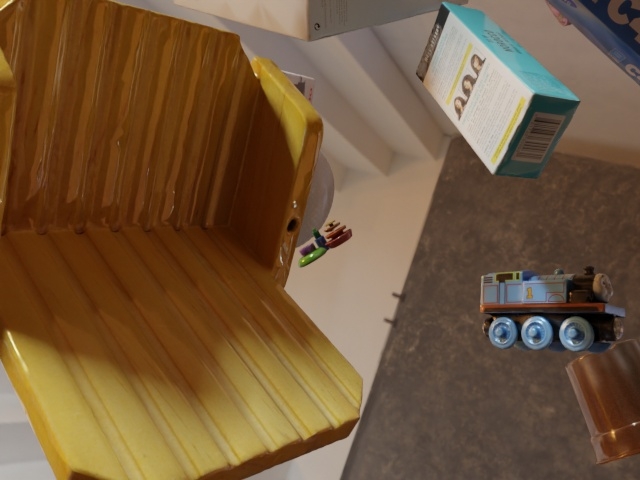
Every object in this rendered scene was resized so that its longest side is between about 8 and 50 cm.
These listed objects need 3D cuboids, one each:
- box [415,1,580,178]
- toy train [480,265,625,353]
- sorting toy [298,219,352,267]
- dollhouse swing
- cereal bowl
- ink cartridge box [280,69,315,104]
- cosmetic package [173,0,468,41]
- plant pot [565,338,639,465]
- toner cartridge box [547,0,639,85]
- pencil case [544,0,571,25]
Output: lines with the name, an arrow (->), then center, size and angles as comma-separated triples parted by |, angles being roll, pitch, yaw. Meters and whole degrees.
box -> 0.193, -0.181, 0.744 | 0.060, 0.100, 0.244 | 3, 39, -20
toy train -> 0.289, 0.088, 0.814 | 0.080, 0.105, 0.184 | 11, -13, -42
sorting toy -> 0.000, 0.000, 1.008 | 0.042, 0.102, 0.061 | 58, -3, -4
dollhouse swing -> -0.107, -0.017, 0.549 | 0.346, 0.315, 0.305 | -2, 24, -46
cereal bowl -> -0.141, -0.103, 1.514 | 0.339, 0.339, 0.141 | 20, 32, -3
ink cartridge box -> -0.101, -0.231, 1.182 | 0.100, 0.172, 0.237 | 15, 14, 14
cosmetic package -> -0.015, -0.394, 0.947 | 0.284, 0.097, 0.377 | -22, 35, -31
plant pot -> 0.496, 0.261, 1.050 | 0.167, 0.165, 0.167 | -16, -24, -7
toner cartridge box -> 0.505, -0.363, 0.991 | 0.348, 0.165, 0.075 | 42, 2, 1
pencil case -> 0.607, -0.567, 1.226 | 0.386, 0.160, 0.167 | -26, -35, 20
